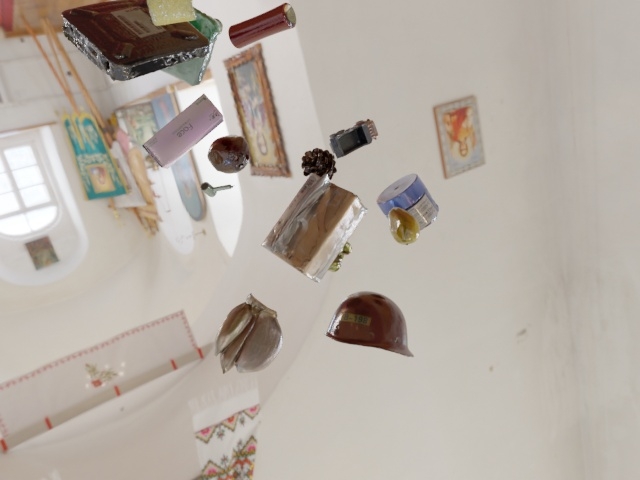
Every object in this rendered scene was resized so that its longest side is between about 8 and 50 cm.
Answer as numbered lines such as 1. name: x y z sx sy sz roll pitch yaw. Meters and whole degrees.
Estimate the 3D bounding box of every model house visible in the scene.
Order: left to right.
1. model house: -0.498 -0.785 1.960 0.193 0.267 0.325 24 -161 -6

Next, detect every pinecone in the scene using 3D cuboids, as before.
1. pinecone: -0.012 -0.326 2.107 0.173 0.174 0.174 -13 -165 4

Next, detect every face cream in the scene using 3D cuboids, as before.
1. face cream: 0.438 -0.174 2.433 0.248 0.225 0.249 -33 -164 11

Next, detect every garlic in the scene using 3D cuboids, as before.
1. garlic: -0.283 0.393 1.954 0.132 0.278 0.325 -5 -124 63

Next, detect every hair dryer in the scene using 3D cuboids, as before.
1. hair dryer: -0.370 -0.192 1.777 0.124 0.038 0.063 -7 159 17

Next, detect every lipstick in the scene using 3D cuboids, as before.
1. lipstick: -0.191 -0.697 1.583 0.241 0.080 0.080 -6 -163 32

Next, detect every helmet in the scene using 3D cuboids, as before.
1. helmet: 0.218 0.331 2.031 0.384 0.231 0.337 6 171 33

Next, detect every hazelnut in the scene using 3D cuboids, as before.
1. hazelnut: -0.399 -0.374 2.135 0.201 0.171 0.160 10 -156 22

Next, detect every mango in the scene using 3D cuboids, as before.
1. mango: 0.342 -0.065 2.015 0.098 0.137 0.195 -1 -134 -19

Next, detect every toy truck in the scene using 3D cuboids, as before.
1. toy truck: 0.118 -0.369 1.755 0.192 0.083 0.092 -31 -161 -22

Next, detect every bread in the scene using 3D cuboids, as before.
1. bread: -0.381 -0.678 1.194 0.141 0.266 0.178 -27 -145 -27

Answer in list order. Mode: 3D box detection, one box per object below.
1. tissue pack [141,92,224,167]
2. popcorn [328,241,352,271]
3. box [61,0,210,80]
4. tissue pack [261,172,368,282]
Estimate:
1. tissue pack: -0.419 -0.332 1.500 0.246 0.092 0.148 -41 -168 -3
2. popcorn: 0.006 0.003 2.048 0.276 0.277 0.225 -5 160 31
3. box: -0.574 -0.645 1.517 0.359 0.091 0.350 42 -126 20
4. tissue pack: -0.034 -0.058 1.571 0.306 0.238 0.238 -55 -157 -4
